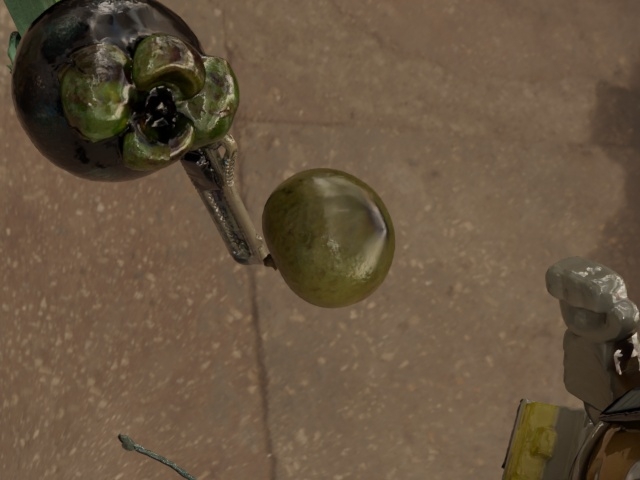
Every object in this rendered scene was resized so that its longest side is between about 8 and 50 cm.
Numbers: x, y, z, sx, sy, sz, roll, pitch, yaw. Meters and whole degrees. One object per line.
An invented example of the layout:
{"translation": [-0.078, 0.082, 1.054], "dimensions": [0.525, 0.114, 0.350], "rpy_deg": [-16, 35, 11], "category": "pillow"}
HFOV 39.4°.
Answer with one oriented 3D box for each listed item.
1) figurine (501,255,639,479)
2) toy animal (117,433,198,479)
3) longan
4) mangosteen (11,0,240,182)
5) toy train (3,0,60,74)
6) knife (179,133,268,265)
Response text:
{"translation": [0.211, 0.149, 0.516], "dimensions": [0.143, 0.308, 0.308], "rpy_deg": [-36, 84, -20], "category": "figurine"}
{"translation": [-0.126, 0.303, 1.031], "dimensions": [0.253, 0.079, 0.070], "rpy_deg": [38, 47, 14], "category": "toy animal"}
{"translation": [0.000, 0.000, 0.997], "dimensions": [0.145, 0.176, 0.155], "rpy_deg": [8, 71, -56], "category": "longan"}
{"translation": [-0.214, -0.166, 0.971], "dimensions": [0.242, 0.243, 0.243], "rpy_deg": [8, 66, -18], "category": "mangosteen"}
{"translation": [-0.356, -0.316, 1.119], "dimensions": [0.105, 0.253, 0.157], "rpy_deg": [-5, 60, 1], "category": "toy train"}
{"translation": [-0.128, -0.049, 1.212], "dimensions": [0.089, 0.365, 0.043], "rpy_deg": [19, 65, 17], "category": "knife"}
